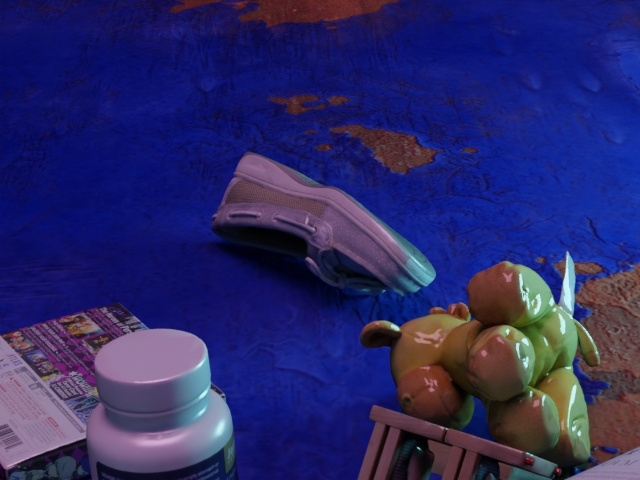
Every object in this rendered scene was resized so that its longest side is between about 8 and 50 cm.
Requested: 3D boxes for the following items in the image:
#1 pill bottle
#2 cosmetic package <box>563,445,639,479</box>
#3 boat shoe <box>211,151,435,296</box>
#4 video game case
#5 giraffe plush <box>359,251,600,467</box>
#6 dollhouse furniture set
[{"bbox_3d":[-0.119,0.168,1.170,0.112,0.187,0.112,-3,25,1],"label":"pill bottle"},{"bbox_3d":[0.312,0.194,1.027,0.224,0.138,0.224,-16,3,-30],"label":"cosmetic package"},{"bbox_3d":[-0.002,-0.002,1.649,0.320,0.103,0.118,29,-5,46],"label":"boat shoe"},{"bbox_3d":[-0.231,0.140,1.423,0.210,0.042,0.232,-17,28,-28],"label":"video game case"},{"bbox_3d":[0.129,0.104,1.340,0.170,0.181,0.210,-15,28,28],"label":"giraffe plush"},{"bbox_3d":[0.115,0.213,1.147,0.129,0.129,0.183,14,-8,32],"label":"dollhouse furniture set"}]
